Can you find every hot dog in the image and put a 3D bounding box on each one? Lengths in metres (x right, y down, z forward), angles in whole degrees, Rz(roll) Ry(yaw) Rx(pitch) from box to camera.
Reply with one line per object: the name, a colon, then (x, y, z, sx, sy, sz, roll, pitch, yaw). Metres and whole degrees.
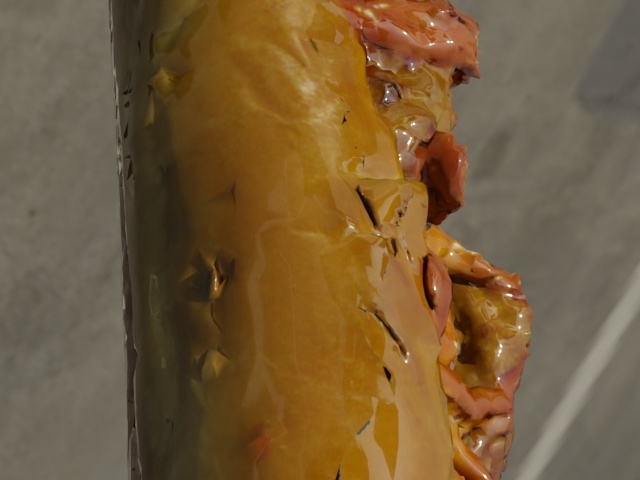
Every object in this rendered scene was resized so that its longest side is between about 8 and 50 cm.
hot dog: (0.000, 0.000, 0.565, 0.117, 0.348, 0.158, -2, 147, -7)
